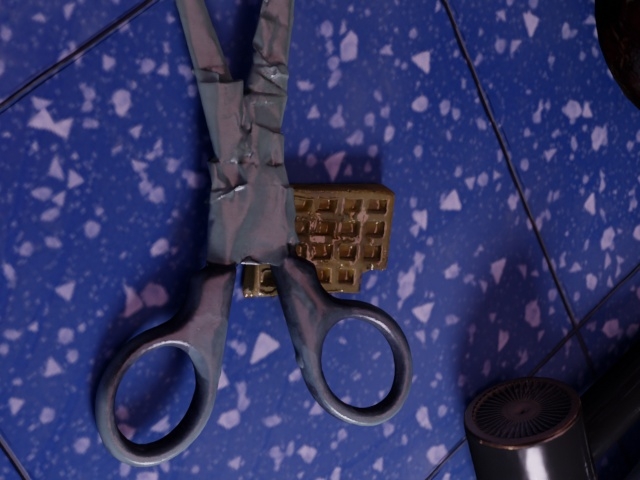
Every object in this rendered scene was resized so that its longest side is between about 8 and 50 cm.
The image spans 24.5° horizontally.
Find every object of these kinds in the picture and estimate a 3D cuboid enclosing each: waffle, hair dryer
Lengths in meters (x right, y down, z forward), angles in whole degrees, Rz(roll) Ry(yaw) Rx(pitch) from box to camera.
[{"bbox_3d":[0.000,0.000,1.155,0.135,0.021,0.092,0,98,-37],"label":"waffle"},{"bbox_3d":[0.279,0.168,1.374,0.352,0.107,0.189,-34,121,-35],"label":"hair dryer"}]

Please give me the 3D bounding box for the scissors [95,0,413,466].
[{"bbox_3d":[-0.057,-0.031,1.081,0.256,0.029,0.383,-9,102,-23],"label":"scissors"}]

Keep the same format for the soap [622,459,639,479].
[{"bbox_3d":[0.400,0.315,1.411,0.446,0.156,0.261,-44,119,-14],"label":"soap"}]

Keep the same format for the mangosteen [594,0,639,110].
[{"bbox_3d":[0.375,-0.201,1.243,0.288,0.288,0.288,-9,105,-37],"label":"mangosteen"}]
